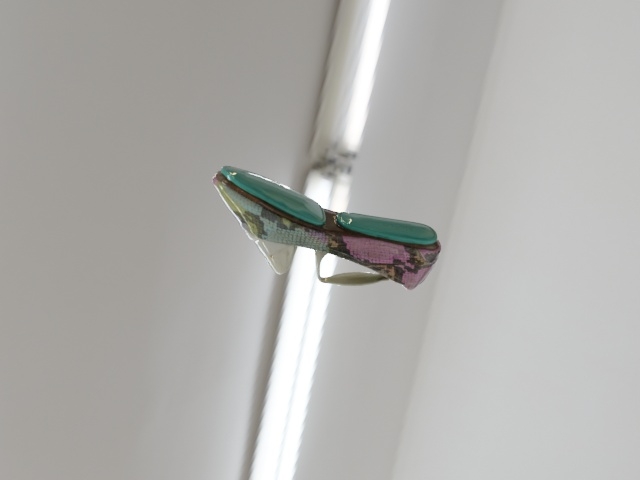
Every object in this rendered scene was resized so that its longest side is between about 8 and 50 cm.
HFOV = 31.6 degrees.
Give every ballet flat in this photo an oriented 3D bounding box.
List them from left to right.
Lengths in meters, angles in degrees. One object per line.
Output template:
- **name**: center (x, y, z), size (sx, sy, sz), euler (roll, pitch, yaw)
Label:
- **ballet flat**: center (0.000, 0.000, 1.035), size (0.077, 0.221, 0.079), euler (-100, 28, -66)
